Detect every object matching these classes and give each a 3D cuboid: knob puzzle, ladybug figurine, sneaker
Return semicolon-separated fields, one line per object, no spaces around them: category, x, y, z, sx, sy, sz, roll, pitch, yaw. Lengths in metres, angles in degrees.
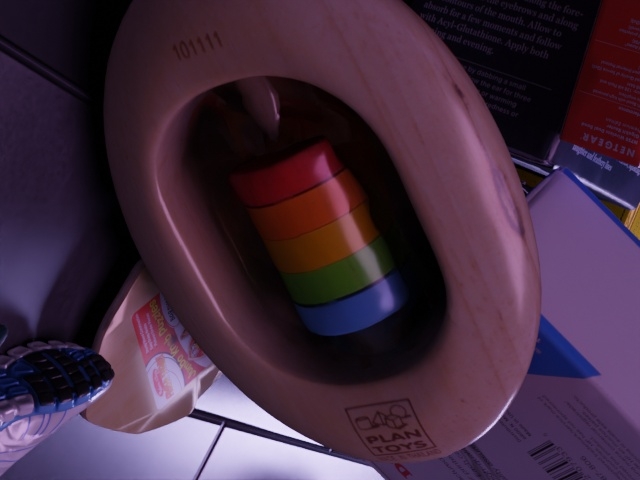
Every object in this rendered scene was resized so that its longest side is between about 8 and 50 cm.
knob puzzle;-0.141;0.085;0.978;0.213;0.030;0.213;-36;139;-39
ladybug figurine;0.014;-0.025;0.874;0.449;0.305;0.162;67;26;-21
sneaker;-0.241;0.141;0.845;0.191;0.071;0.083;-23;136;-37

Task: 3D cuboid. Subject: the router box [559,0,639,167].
router box;0.373;-0.231;1.066;0.335;0.082;0.301;-10;120;-53

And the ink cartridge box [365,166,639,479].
ink cartridge box;0.201;0.153;1.140;0.166;0.285;0.395;-41;175;-34

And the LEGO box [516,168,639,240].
LEGO box;0.363;0.026;1.527;0.372;0.193;0.500;11;102;-58

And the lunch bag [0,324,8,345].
lunch bag;-0.302;0.093;0.630;0.223;0.160;0.262;-59;159;-16

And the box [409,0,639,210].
box;0.275;-0.266;1.178;0.293;0.212;0.395;15;100;-58

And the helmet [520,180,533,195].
helmet;0.201;0.013;1.314;0.161;0.169;0.169;-33;138;-26
